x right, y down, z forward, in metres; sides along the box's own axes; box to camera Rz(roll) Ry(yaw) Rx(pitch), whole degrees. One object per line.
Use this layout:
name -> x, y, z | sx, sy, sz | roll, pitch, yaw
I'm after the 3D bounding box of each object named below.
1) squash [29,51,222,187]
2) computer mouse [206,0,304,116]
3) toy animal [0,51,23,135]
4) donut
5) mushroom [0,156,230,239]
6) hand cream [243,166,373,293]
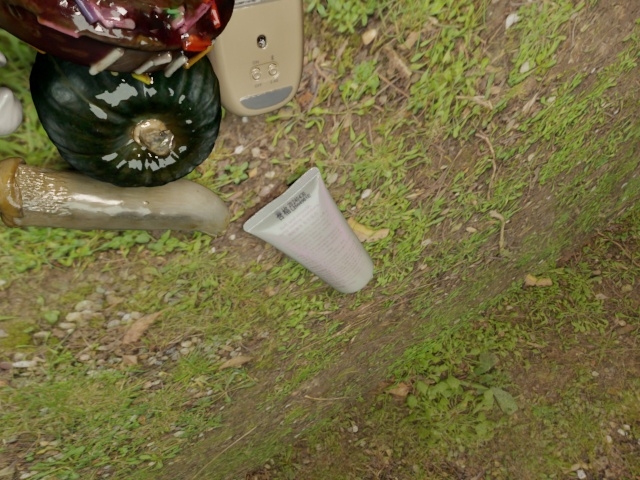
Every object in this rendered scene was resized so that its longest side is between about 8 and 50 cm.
squash -> -0.223, -0.162, 0.534 | 0.218, 0.172, 0.218 | -5, 153, -3
computer mouse -> -0.092, -0.278, 0.587 | 0.145, 0.082, 0.236 | -23, 141, -17
toy animal -> -0.366, -0.174, 0.412 | 0.179, 0.127, 0.193 | 22, 132, -17
donut -> -0.199, -0.257, 0.387 | 0.270, 0.269, 0.103 | -3, 157, -38
mushroom -> -0.290, -0.056, 0.681 | 0.351, 0.095, 0.123 | 6, 147, -43
hand cream -> 0.000, 0.000, 0.984 | 0.185, 0.118, 0.358 | -37, 138, 6
